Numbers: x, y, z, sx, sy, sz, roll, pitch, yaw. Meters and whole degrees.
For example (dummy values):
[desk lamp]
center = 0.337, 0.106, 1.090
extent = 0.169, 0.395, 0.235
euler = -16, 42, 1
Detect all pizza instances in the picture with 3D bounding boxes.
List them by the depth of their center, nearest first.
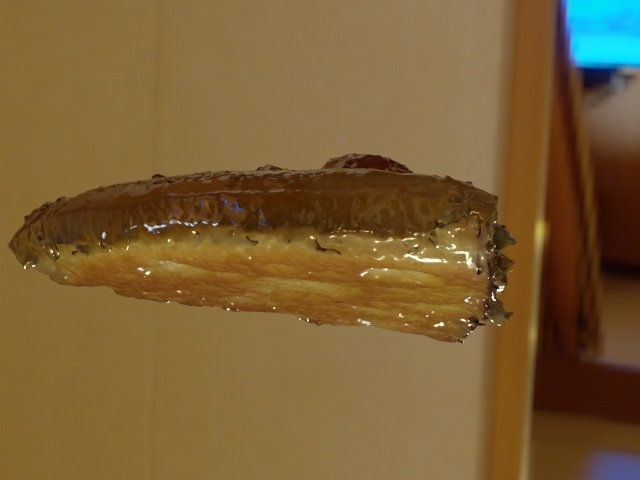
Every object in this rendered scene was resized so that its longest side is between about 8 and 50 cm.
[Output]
[pizza]
center = -0.012, -0.003, 0.363
extent = 0.099, 0.029, 0.100
euler = 5, 168, 6
